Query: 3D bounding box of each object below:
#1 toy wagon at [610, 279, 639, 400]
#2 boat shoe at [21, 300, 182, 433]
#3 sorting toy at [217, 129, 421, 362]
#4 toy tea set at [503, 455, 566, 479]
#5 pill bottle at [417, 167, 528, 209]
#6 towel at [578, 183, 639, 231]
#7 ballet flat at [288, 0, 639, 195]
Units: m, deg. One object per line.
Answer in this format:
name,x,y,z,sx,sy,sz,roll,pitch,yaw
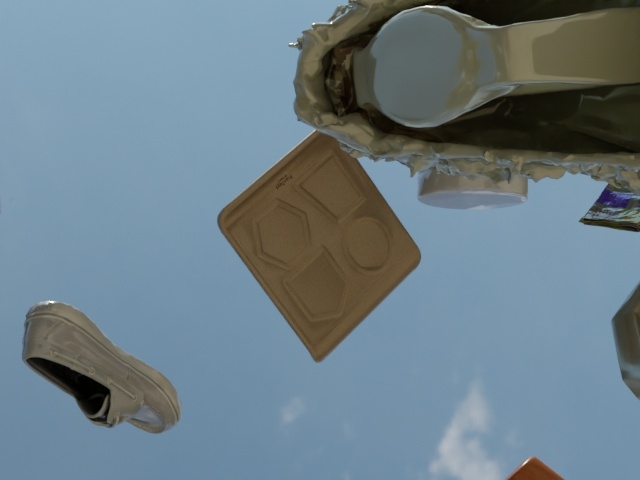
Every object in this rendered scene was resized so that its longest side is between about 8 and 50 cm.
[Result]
toy wagon,0.408,0.018,1.094,0.068,0.344,0.267,49,-158,-16
boat shoe,-0.183,0.123,1.075,0.184,0.066,0.063,55,-146,-43
sorting toy,0.000,0.000,1.414,0.193,0.038,0.208,-43,-71,-30
toy tea set,0.169,0.379,1.382,0.336,0.200,0.124,-43,-101,-4
pill bottle,0.174,-0.204,1.452,0.182,0.181,0.322,8,-102,-38
towel,0.273,-0.032,1.142,0.083,0.060,0.009,-42,-50,-43
ballet flat,0.141,-0.073,0.525,0.147,0.409,0.146,1,-91,-42
